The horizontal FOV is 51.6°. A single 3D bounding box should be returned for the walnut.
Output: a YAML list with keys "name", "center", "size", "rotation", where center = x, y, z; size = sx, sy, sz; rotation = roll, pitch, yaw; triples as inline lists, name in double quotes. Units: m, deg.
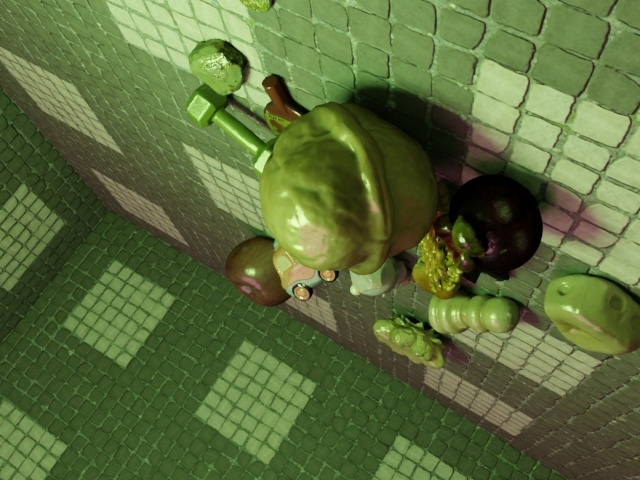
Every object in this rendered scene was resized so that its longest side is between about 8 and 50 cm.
- name: "walnut"
  center: [0.051, -0.102, 1.346]
  size: [0.381, 0.381, 0.381]
  rotation: [31, 163, 11]

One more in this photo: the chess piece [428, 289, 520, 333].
- name: "chess piece"
  center: [0.444, 0.202, 1.875]
  size: [0.143, 0.142, 0.261]
  rotation: [43, 154, -26]

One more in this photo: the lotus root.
- name: "lotus root"
  center: [-0.236, -0.402, 1.539]
  size: [0.143, 0.070, 0.144]
  rotation: [39, 162, -19]

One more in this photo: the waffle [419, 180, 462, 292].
- name: "waffle"
  center: [0.271, -0.001, 1.509]
  size: [0.059, 0.243, 0.237]
  rotation: [-5, 153, -3]

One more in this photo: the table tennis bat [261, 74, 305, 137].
- name: "table tennis bat"
  center: [-0.064, -0.286, 1.609]
  size: [0.200, 0.038, 0.310]
  rotation: [25, 164, 31]

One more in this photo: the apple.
- name: "apple"
  center: [-0.224, 0.119, 2.658]
  size: [0.306, 0.235, 0.305]
  rotation: [30, 160, 13]

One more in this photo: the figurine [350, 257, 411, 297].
- name: "figurine"
  center: [0.179, 0.099, 1.971]
  size: [0.133, 0.200, 0.276]
  rotation: [44, -164, 22]

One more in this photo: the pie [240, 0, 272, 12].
- name: "pie"
  center: [-0.125, -0.465, 1.253]
  size: [0.084, 0.021, 0.084]
  rotation: [28, 158, 12]

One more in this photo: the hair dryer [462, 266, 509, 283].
- name: "hair dryer"
  center: [0.410, 0.049, 1.599]
  size: [0.070, 0.128, 0.255]
  rotation: [31, -173, 39]

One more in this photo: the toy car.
- name: "toy car"
  center: [-0.039, 0.043, 2.122]
  size: [0.212, 0.180, 0.270]
  rotation: [48, 124, -6]

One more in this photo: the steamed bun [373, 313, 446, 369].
- name: "steamed bun"
  center: [0.337, 0.363, 2.478]
  size: [0.292, 0.137, 0.295]
  rotation: [29, 171, 0]

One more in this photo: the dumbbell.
- name: "dumbbell"
  center: [-0.206, -0.278, 1.704]
  size: [0.302, 0.121, 0.108]
  rotation: [39, 143, 1]

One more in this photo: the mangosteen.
- name: "mangosteen"
  center: [0.333, -0.028, 1.303]
  size: [0.210, 0.209, 0.210]
  rotation: [31, 163, 11]

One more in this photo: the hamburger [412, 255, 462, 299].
- name: "hamburger"
  center: [0.328, 0.101, 1.867]
  size: [0.138, 0.083, 0.147]
  rotation: [33, 160, 17]

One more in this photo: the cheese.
- name: "cheese"
  center: [0.613, 0.173, 1.487]
  size: [0.235, 0.117, 0.218]
  rotation: [31, 165, 21]
